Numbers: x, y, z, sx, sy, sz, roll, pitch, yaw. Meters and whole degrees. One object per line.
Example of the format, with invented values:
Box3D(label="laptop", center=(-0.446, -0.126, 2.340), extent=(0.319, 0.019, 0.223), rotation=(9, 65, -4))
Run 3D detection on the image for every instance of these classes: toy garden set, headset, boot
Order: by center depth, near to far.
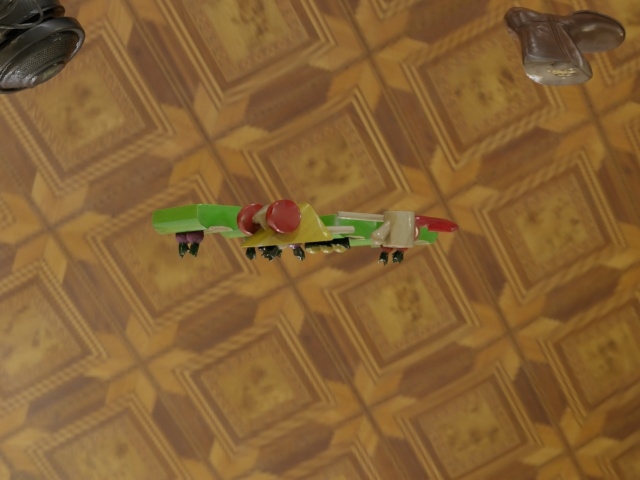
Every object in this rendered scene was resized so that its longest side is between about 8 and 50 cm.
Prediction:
Box3D(label="boot", center=(0.200, -0.147, 0.997), extent=(0.106, 0.114, 0.037), rotation=(4, 117, -7))
Box3D(label="toy garden set", center=(0.000, 0.000, 1.141), extent=(0.244, 0.204, 0.049), rotation=(4, 86, -28))
Box3D(label="headset", center=(-0.402, -0.271, 1.491), extent=(0.185, 0.394, 0.243), rotation=(-35, 110, -9))
